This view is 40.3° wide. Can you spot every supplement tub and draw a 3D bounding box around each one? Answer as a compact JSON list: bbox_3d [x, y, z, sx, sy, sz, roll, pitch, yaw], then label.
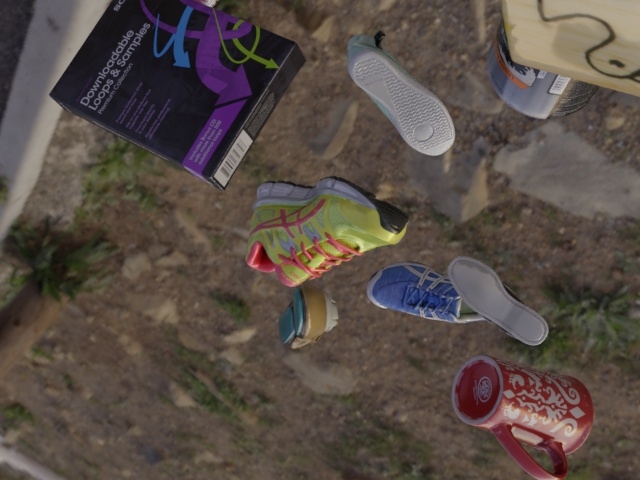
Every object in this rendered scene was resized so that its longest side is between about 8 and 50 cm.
[{"bbox_3d":[0.379,-0.340,1.327,0.193,0.194,0.316,32,158,10],"label":"supplement tub"}]

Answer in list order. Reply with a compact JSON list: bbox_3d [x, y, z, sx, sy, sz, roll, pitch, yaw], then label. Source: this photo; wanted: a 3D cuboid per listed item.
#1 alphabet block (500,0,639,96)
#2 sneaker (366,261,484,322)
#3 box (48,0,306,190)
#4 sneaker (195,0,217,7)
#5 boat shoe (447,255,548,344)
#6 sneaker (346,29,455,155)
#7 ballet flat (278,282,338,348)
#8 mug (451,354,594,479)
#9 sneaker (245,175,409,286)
[{"bbox_3d":[0.262,-0.234,0.661,0.197,0.193,0.192,21,166,24],"label":"alphabet block"},{"bbox_3d":[0.174,0.080,1.315,0.211,0.080,0.081,5,-172,-10],"label":"sneaker"},{"bbox_3d":[-0.107,-0.119,0.639,0.162,0.116,0.029,26,170,25],"label":"box"},{"bbox_3d":[-0.107,-0.269,0.884,0.170,0.075,0.063,-29,94,40],"label":"sneaker"},{"bbox_3d":[0.184,0.063,0.920,0.125,0.046,0.038,36,177,2],"label":"boat shoe"},{"bbox_3d":[0.144,-0.270,1.562,0.094,0.151,0.256,-38,118,18],"label":"sneaker"},{"bbox_3d":[-0.011,0.103,1.229,0.073,0.080,0.232,-3,168,-10],"label":"ballet flat"},{"bbox_3d":[0.272,0.225,1.149,0.169,0.113,0.150,22,-160,-32],"label":"mug"},{"bbox_3d":[0.000,0.000,0.786,0.081,0.094,0.208,29,165,-29],"label":"sneaker"}]
